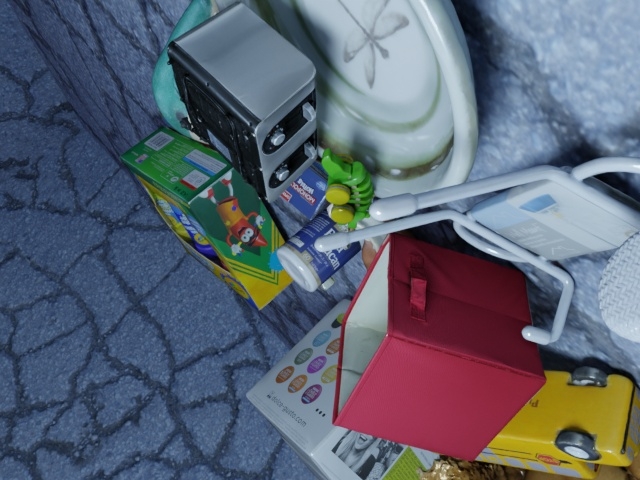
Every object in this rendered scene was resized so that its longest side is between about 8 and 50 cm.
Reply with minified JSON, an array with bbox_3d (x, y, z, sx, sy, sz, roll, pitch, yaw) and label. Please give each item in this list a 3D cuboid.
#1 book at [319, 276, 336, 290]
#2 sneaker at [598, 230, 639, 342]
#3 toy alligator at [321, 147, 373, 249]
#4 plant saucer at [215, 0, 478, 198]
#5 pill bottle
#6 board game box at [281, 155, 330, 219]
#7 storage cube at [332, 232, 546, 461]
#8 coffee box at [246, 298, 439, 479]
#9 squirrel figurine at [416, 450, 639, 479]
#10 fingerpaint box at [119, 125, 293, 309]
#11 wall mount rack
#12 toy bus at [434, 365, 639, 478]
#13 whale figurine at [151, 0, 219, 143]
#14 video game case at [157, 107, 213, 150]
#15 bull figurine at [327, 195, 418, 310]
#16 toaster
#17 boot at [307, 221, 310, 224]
[{"bbox_3d":[-0.029,0.059,1.591,0.144,0.035,0.096,51,167,-3],"label":"book"},{"bbox_3d":[0.337,0.018,0.418,0.153,0.101,0.268,24,147,-24],"label":"sneaker"},{"bbox_3d":[0.041,-0.046,0.782,0.051,0.056,0.189,0,146,13],"label":"toy alligator"},{"bbox_3d":[0.032,-0.220,0.678,0.400,0.100,0.400,44,163,18],"label":"plant saucer"},{"bbox_3d":[0.017,0.000,1.082,0.094,0.169,0.094,44,163,17],"label":"pill bottle"},{"bbox_3d":[-0.024,-0.118,0.916,0.194,0.060,0.194,41,-157,18],"label":"board game box"},{"bbox_3d":[0.139,0.135,0.812,0.193,0.183,0.215,17,129,-7],"label":"storage cube"},{"bbox_3d":[0.107,0.383,1.407,0.338,0.334,0.338,55,162,-23],"label":"coffee box"},{"bbox_3d":[0.320,0.462,0.952,0.281,0.370,0.397,57,163,-23],"label":"squirrel figurine"},{"bbox_3d":[-0.294,-0.068,1.677,0.445,0.163,0.371,30,155,48],"label":"fingerpaint box"},{"bbox_3d":[0.174,0.004,0.625,0.304,0.130,0.350,26,166,-8],"label":"wall mount rack"},{"bbox_3d":[0.275,0.250,0.897,0.333,0.108,0.130,-8,135,45],"label":"toy bus"},{"bbox_3d":[-0.162,-0.270,0.896,0.141,0.216,0.272,20,135,8],"label":"whale figurine"},{"bbox_3d":[-0.322,-0.229,1.729,0.204,0.025,0.285,30,156,49],"label":"video game case"},{"bbox_3d":[0.126,0.057,0.993,0.310,0.101,0.188,49,-157,-25],"label":"bull figurine"},{"bbox_3d":[-0.088,-0.160,0.749,0.186,0.110,0.168,44,162,19],"label":"toaster"},{"bbox_3d":[0.000,0.000,1.345,0.084,0.059,0.158,48,172,-3],"label":"boot"}]
